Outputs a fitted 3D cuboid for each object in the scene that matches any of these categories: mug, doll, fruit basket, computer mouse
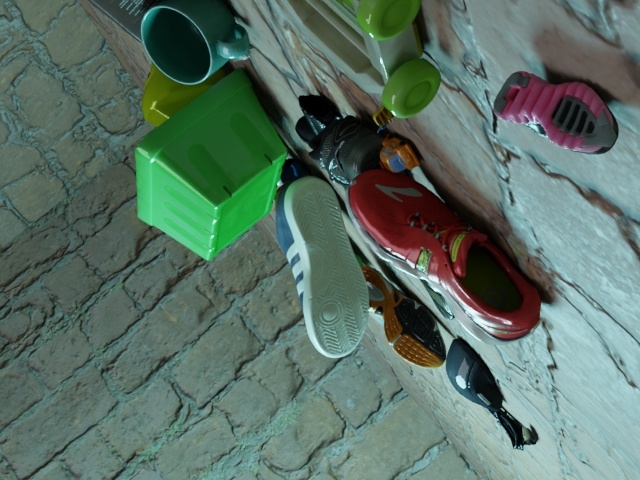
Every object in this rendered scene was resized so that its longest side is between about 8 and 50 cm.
[{"bbox_3d":[-0.178,-0.305,1.625,0.158,0.097,0.129,38,139,4],"label":"mug"},{"bbox_3d":[-0.045,-0.110,2.099,0.129,0.046,0.189,11,141,54],"label":"doll"},{"bbox_3d":[-0.240,-0.195,1.981,0.392,0.283,0.392,43,159,20],"label":"fruit basket"},{"bbox_3d":[0.302,0.294,1.960,0.184,0.060,0.262,47,173,37],"label":"computer mouse"}]

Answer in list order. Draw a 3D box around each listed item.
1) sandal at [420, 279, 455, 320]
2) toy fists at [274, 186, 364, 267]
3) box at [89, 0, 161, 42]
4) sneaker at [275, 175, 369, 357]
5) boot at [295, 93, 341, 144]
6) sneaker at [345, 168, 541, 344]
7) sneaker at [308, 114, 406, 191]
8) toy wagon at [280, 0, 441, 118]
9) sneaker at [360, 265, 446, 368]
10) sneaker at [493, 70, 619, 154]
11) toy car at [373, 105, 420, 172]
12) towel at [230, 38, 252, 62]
[{"bbox_3d":[0.168,0.044,1.512,0.090,0.060,0.219,58,-173,-8],"label":"sandal"},{"bbox_3d":[0.000,0.000,2.244,0.279,0.096,0.142,53,167,-9],"label":"toy fists"},{"bbox_3d":[-0.321,-0.426,1.530,0.191,0.143,0.381,44,-179,6],"label":"box"},{"bbox_3d":[-0.005,0.044,2.036,0.148,0.131,0.350,-158,56,-66],"label":"sneaker"},{"bbox_3d":[-0.006,-0.169,1.527,0.121,0.045,0.099,36,168,38],"label":"boot"},{"bbox_3d":[0.151,0.004,1.265,0.279,0.107,0.118,40,164,7],"label":"sneaker"},{"bbox_3d":[0.059,-0.079,1.423,0.130,0.087,0.227,48,170,39],"label":"sneaker"},{"bbox_3d":[-0.009,-0.260,0.935,0.267,0.068,0.344,47,172,28],"label":"toy wagon"},{"bbox_3d":[0.162,0.150,2.062,0.262,0.099,0.121,48,-171,36],"label":"sneaker"},{"bbox_3d":[0.178,-0.086,0.778,0.057,0.047,0.119,28,-172,-33],"label":"sneaker"},{"bbox_3d":[0.075,-0.121,1.255,0.060,0.040,0.122,45,172,42],"label":"toy car"},{"bbox_3d":[-0.156,-0.337,1.737,0.113,0.023,0.152,54,175,-13],"label":"towel"}]
